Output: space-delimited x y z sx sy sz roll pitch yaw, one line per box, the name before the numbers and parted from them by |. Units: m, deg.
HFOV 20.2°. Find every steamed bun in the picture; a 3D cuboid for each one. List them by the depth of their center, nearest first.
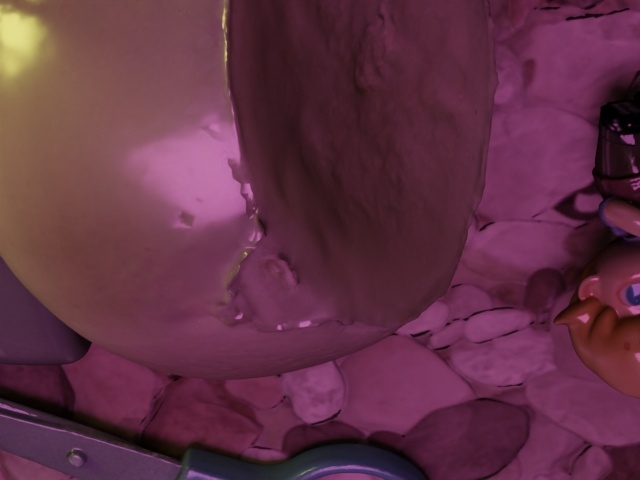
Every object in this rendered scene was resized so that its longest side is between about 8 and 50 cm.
steamed bun | -0.055 -0.085 0.940 0.206 0.324 0.324 -3 128 31

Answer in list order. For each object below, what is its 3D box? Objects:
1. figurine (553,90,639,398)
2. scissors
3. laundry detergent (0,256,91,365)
figurine | 0.211 0.003 1.119 0.108 0.114 0.196 26 129 42
scissors | -0.137 0.166 1.304 0.447 0.029 0.192 22 126 -12
laundry detergent | -0.342 -0.034 1.097 0.398 0.124 0.264 6 149 6
